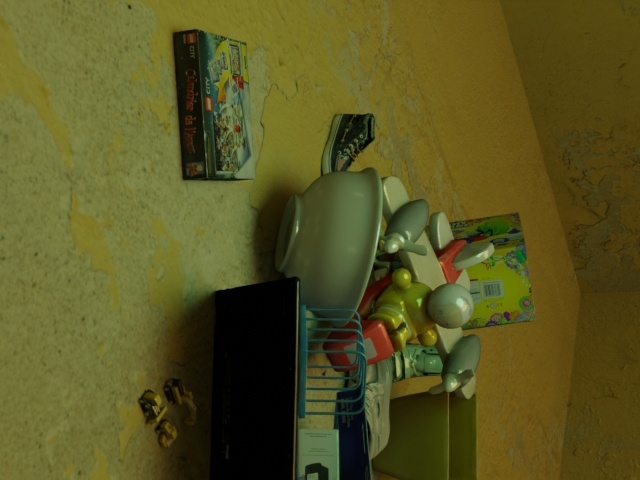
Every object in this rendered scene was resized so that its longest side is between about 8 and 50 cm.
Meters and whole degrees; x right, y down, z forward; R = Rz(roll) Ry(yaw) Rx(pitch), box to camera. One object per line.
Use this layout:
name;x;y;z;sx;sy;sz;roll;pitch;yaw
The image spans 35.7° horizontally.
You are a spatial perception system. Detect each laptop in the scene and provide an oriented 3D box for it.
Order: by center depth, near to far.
laptop;-0.048;0.271;1.598;0.236;0.408;0.381;5;80;-30

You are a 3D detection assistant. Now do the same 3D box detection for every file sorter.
file sorter;0.015;0.190;1.581;0.170;0.105;0.118;-96;-172;-70

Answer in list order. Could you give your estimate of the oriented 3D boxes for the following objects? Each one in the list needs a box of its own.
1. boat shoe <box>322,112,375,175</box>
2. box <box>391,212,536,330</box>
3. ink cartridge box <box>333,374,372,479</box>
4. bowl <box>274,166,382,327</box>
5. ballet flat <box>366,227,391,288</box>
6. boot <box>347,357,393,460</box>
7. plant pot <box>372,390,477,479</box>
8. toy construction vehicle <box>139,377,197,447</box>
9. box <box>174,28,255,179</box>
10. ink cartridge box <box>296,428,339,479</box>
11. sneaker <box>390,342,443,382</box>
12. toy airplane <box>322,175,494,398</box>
boat shoe;0.059;-0.188;2.037;0.065;0.083;0.183;51;43;-51
box;0.326;0.073;2.260;0.279;0.290;0.177;-66;146;-72
ink cartridge box;0.050;0.381;1.714;0.224;0.045;0.223;94;-6;-50
bowl;0.000;0.000;1.767;0.298;0.134;0.297;-168;-90;-77
ballet flat;0.120;0.040;2.155;0.072;0.068;0.213;-44;127;-58
boot;0.093;0.328;2.030;0.123;0.095;0.258;-30;115;-70
plant pot;0.228;0.439;2.197;0.212;0.187;0.212;22;67;-62
toy construction vehicle;-0.218;0.249;1.456;0.086;0.035;0.098;-51;132;-55
box;-0.168;-0.213;1.606;0.159;0.044;0.233;-6;92;-65
ink cartridge box;-0.007;0.420;1.662;0.127;0.072;0.175;98;-7;-58
sneaker;0.201;0.267;2.203;0.256;0.151;0.094;-9;97;-63
toy airplane;0.213;0.105;1.940;0.386;0.272;0.384;19;85;-33
